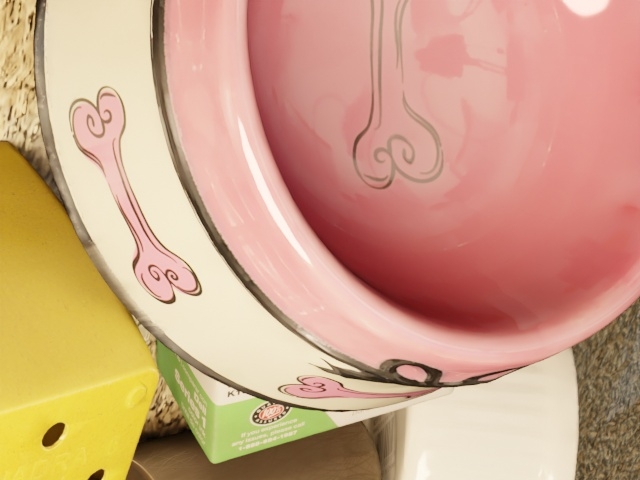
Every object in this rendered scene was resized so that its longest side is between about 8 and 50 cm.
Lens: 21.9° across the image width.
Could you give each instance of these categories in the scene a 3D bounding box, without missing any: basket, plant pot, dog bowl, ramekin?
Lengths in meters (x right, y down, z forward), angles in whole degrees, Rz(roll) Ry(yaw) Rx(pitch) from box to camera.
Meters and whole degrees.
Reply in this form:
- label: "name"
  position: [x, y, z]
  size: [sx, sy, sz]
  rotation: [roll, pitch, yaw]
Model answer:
- label: "basket"
  position: [-0.084, 0.219, 1.282]
  size: [0.227, 0.154, 0.204]
  rotation: [6, 114, -53]
- label: "plant pot"
  position: [-0.215, 0.092, 0.910]
  size: [0.212, 0.187, 0.212]
  rotation: [-13, 131, -50]
- label: "dog bowl"
  position: [0.056, -0.102, 0.923]
  size: [0.408, 0.150, 0.408]
  rotation: [0, 90, -32]
- label: "ramekin"
  position: [0.109, 0.183, 1.404]
  size: [0.135, 0.277, 0.277]
  rotation: [8, 124, -10]

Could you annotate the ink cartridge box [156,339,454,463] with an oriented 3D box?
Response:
- label: "ink cartridge box"
  position: [0.000, 0.000, 1.143]
  size: [0.201, 0.117, 0.278]
  rotation: [-14, 136, -21]
